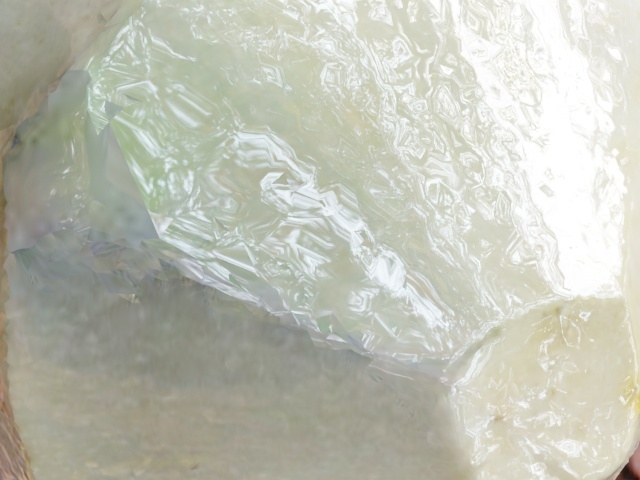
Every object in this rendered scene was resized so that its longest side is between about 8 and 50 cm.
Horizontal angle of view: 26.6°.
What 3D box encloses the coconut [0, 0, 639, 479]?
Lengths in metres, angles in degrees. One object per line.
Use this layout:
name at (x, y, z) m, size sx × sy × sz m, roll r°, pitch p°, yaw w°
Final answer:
coconut at (0.000, 0.000, 0.417) m, size 0.259 × 0.259 × 0.259 m, roll 10°, pitch 74°, yaw -36°
